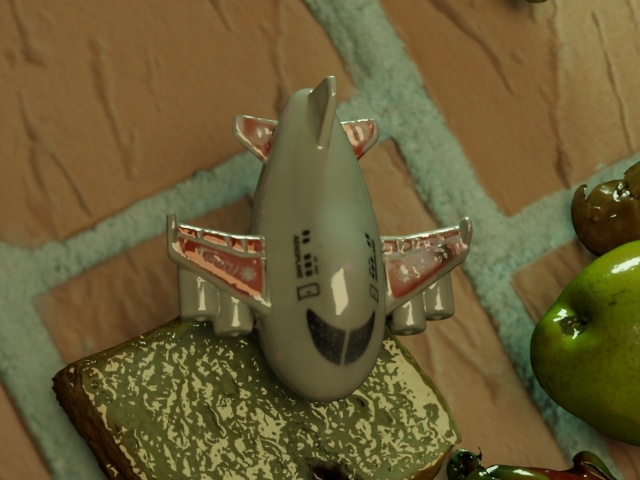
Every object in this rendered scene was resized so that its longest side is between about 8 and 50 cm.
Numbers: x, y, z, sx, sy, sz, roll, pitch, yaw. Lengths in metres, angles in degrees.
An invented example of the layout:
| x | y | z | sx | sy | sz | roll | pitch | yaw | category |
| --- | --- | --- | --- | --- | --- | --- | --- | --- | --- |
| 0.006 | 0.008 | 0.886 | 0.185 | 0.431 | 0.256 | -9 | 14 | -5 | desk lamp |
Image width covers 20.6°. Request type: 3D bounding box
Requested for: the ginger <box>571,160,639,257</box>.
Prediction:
| x | y | z | sx | sy | sz | roll | pitch | yaw | category |
| --- | --- | --- | --- | --- | --- | --- | --- | --- | --- |
| 0.368 | -0.082 | 1.629 | 0.133 | 0.107 | 0.309 | 39 | 65 | 23 | ginger |

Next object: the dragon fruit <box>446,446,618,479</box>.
| x | y | z | sx | sy | sz | roll | pitch | yaw | category |
| --- | --- | --- | --- | --- | --- | --- | --- | --- | --- |
| 0.181 | 0.233 | 1.462 | 0.175 | 0.138 | 0.142 | 31 | 90 | 5 | dragon fruit |

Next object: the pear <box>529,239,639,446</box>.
| x | y | z | sx | sy | sz | roll | pitch | yaw | category |
| --- | --- | --- | --- | --- | --- | --- | --- | --- | --- |
| 0.287 | 0.087 | 1.512 | 0.220 | 0.187 | 0.187 | 11 | 72 | -16 | pear |

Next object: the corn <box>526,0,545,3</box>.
| x | y | z | sx | sy | sz | roll | pitch | yaw | category |
| --- | --- | --- | --- | --- | --- | --- | --- | --- | --- |
| 0.131 | -0.341 | 1.633 | 0.086 | 0.086 | 0.288 | -38 | 89 | -23 | corn |

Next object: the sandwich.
| x | y | z | sx | sy | sz | roll | pitch | yaw | category |
| --- | --- | --- | --- | --- | --- | --- | --- | --- | --- |
| -0.046 | 0.147 | 1.434 | 0.273 | 0.095 | 0.249 | -33 | 88 | -24 | sandwich |

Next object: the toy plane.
| x | y | z | sx | sy | sz | roll | pitch | yaw | category |
| --- | --- | --- | --- | --- | --- | --- | --- | --- | --- |
| -0.001 | 0.001 | 1.379 | 0.252 | 0.118 | 0.252 | 4 | 76 | -18 | toy plane |
